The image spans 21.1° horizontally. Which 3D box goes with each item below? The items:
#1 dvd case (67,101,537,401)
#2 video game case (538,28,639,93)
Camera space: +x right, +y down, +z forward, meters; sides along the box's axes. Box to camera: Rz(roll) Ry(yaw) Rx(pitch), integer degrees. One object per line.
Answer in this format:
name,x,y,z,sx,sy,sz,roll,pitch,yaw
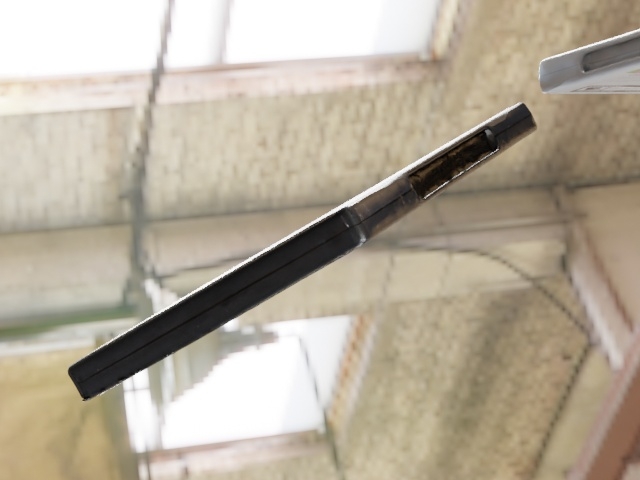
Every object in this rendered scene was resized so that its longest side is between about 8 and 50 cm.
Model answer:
dvd case,0.000,0.000,0.894,0.180,0.253,0.022,-29,-89,29
video game case,0.260,-0.106,0.954,0.193,0.212,0.023,172,-84,-68
